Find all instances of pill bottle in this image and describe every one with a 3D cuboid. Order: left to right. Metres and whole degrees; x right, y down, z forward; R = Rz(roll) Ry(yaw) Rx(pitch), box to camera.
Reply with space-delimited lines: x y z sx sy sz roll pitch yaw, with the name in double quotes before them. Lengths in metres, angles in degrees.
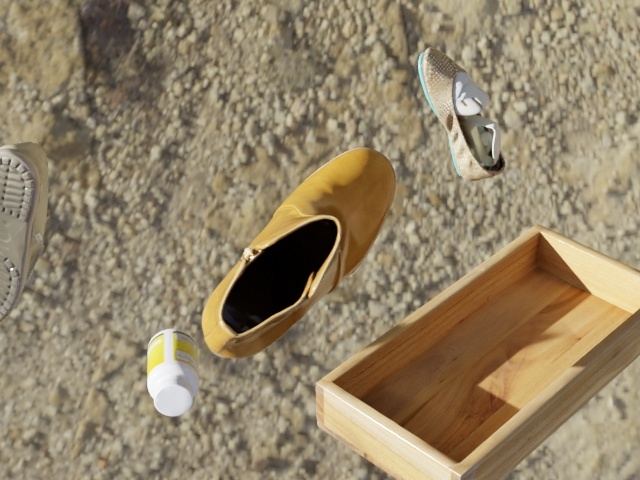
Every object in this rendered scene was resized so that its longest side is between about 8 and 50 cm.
"pill bottle" -0.185 0.167 1.477 0.065 0.116 0.065 -3 118 -6

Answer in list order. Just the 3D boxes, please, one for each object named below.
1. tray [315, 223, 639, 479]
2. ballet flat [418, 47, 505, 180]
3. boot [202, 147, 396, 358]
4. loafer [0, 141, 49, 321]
"tray" 0.210 0.133 1.354 0.203 0.411 0.076 29 136 35
"ballet flat" 0.183 -0.156 1.448 0.067 0.073 0.206 4 142 33
"boot" -0.001 0.000 1.136 0.104 0.295 0.211 42 162 -1
"loafer" -0.374 -0.009 1.408 0.102 0.092 0.268 29 125 -1
